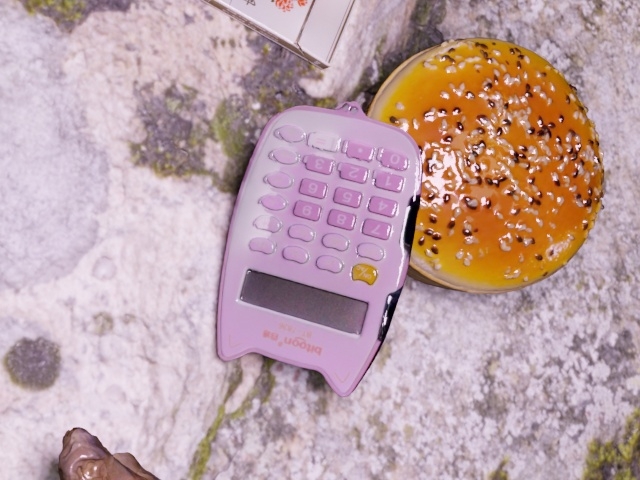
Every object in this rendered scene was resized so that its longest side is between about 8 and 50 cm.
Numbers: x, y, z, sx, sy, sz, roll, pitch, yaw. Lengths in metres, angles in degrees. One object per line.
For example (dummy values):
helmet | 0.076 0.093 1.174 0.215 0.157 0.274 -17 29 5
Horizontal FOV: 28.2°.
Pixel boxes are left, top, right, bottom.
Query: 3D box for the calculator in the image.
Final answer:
calculator | 0.001 0.000 1.318 0.194 0.043 0.294 15 93 17

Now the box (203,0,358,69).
box | -0.055 -0.283 1.403 0.198 0.029 0.109 27 73 -19

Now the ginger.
ginger | -0.157 0.287 1.245 0.290 0.084 0.122 48 36 -20

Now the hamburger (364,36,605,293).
hamburger | 0.177 -0.083 1.407 0.300 0.176 0.300 2 84 -24
